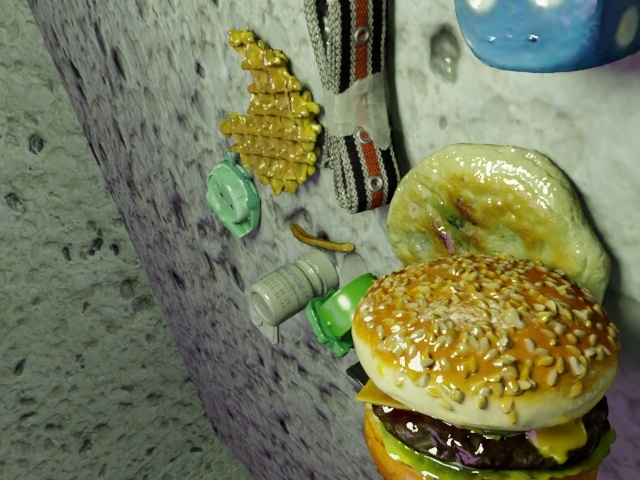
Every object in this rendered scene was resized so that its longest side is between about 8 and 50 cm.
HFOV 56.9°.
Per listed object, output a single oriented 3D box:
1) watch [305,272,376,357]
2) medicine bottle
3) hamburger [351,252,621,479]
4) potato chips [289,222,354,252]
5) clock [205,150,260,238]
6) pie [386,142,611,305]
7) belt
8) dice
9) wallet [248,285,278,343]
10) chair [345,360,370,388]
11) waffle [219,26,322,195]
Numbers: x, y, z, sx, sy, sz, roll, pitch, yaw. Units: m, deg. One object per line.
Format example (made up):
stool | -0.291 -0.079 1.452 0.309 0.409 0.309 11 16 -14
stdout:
watch | 0.064 0.122 1.117 0.131 0.165 0.152 52 128 18
medicine bottle | -0.056 0.098 1.236 0.105 0.168 0.105 42 148 33
hamburger | 0.170 0.136 0.624 0.291 0.290 0.225 25 124 49
potato chips | 0.000 0.000 1.202 0.204 0.026 0.037 21 120 53
clock | -0.210 -0.117 1.406 0.159 0.066 0.211 48 150 22
pie | 0.217 0.013 0.780 0.337 0.075 0.338 37 144 33
belt | 0.048 -0.204 0.823 0.126 0.094 0.360 -128 24 -53
dice | 0.202 -0.227 0.486 0.146 0.146 0.143 27 141 47
wallet | -0.167 0.218 1.706 0.124 0.032 0.183 41 147 28
chair | 0.163 0.263 1.064 0.221 0.140 0.145 49 152 27
waffle | -0.088 -0.221 1.091 0.260 0.069 0.293 48 149 18
